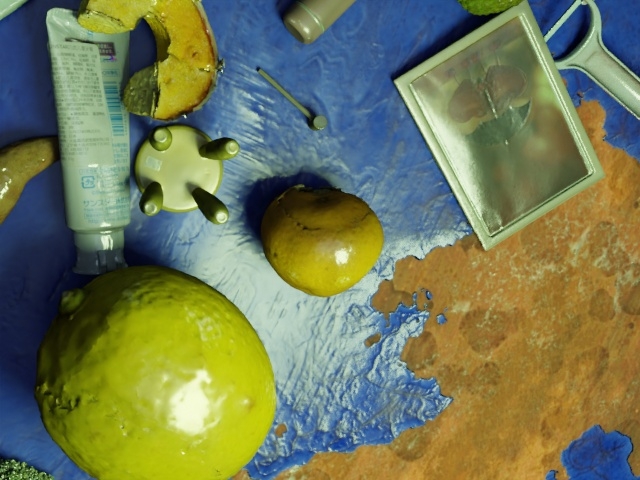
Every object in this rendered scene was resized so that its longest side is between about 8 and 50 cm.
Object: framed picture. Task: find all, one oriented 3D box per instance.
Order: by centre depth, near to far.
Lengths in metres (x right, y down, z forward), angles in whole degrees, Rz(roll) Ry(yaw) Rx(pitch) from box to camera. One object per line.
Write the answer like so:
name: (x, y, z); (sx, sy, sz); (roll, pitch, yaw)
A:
framed picture: (0.256, -0.156, 1.059); (0.211, 0.020, 0.289); (-32, 110, -1)

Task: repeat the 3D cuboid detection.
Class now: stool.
stool: (-0.162, -0.081, 0.897); (0.135, 0.110, 0.134); (-37, 111, -8)

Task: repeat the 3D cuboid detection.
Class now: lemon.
lemon: (-0.183, 0.164, 0.863); (0.261, 0.260, 0.283); (-20, 122, -14)

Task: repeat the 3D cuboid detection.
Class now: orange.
orange: (0.000, 0.000, 0.953); (0.157, 0.156, 0.134); (-1, 122, -19)

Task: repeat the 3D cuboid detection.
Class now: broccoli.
broccoli: (-0.385, 0.313, 0.928); (0.095, 0.097, 0.092); (47, 127, 0)

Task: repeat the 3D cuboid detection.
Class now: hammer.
hammer: (-0.038, -0.181, 0.965); (0.110, 0.035, 0.019); (39, 86, -12)

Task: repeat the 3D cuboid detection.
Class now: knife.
knife: (0.436, -0.244, 1.094); (0.278, 0.053, 0.123); (33, 116, -19)

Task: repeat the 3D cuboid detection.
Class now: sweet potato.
sweet potato: (-0.386, -0.035, 0.856); (0.281, 0.059, 0.067); (-49, 120, -3)

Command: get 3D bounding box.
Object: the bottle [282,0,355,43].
bottle: (0.015, -0.309, 0.943); (0.140, 0.053, 0.053); (-46, 111, -5)

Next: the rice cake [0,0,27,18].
rice cake: (-0.320, -0.343, 0.825); (0.237, 0.043, 0.127); (-41, 110, -8)

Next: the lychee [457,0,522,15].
lychee: (0.237, -0.361, 0.979); (0.146, 0.114, 0.114); (-43, 112, 14)

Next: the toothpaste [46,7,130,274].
toothpaste: (-0.263, -0.112, 0.876); (0.114, 0.073, 0.299); (-12, 106, -51)

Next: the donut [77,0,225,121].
donut: (-0.191, -0.230, 0.860); (0.146, 0.078, 0.181); (-47, 119, -34)
